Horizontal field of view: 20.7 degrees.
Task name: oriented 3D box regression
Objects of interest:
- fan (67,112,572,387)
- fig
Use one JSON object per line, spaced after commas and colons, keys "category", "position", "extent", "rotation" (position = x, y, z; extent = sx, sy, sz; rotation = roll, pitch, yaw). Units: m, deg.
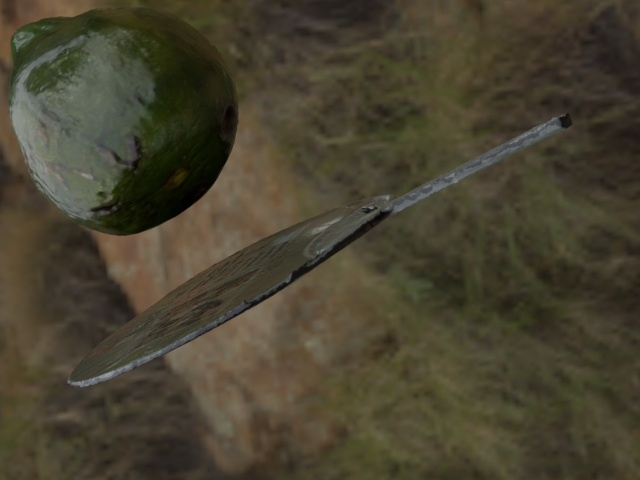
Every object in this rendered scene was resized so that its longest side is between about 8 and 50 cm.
{"category": "fan", "position": [-0.027, 0.016, 0.952], "extent": [0.294, 0.223, 0.012], "rotation": [-21, 99, 51]}
{"category": "fig", "position": [-0.118, -0.081, 0.942], "extent": [0.156, 0.123, 0.123], "rotation": [48, 142, 27]}
